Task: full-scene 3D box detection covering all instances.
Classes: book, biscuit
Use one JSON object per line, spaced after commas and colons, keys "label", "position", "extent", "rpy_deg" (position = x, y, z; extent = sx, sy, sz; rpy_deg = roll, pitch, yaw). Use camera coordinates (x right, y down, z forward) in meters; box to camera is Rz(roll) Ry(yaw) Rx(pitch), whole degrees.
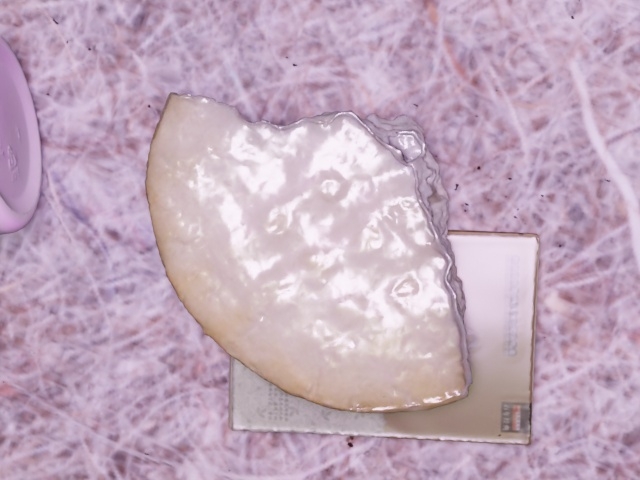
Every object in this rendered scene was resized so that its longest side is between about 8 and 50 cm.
{"label": "book", "position": [0.038, 0.059, 0.906], "extent": [0.199, 0.016, 0.138], "rpy_deg": [2, 94, 7]}
{"label": "biscuit", "position": [0.000, 0.000, 0.879], "extent": [0.265, 0.040, 0.188], "rpy_deg": [40, 99, 4]}

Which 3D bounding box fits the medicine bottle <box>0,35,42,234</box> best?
{"label": "medicine bottle", "position": [-0.325, -0.051, 0.885], "extent": [0.274, 0.133, 0.133], "rpy_deg": [-9, 93, 8]}
